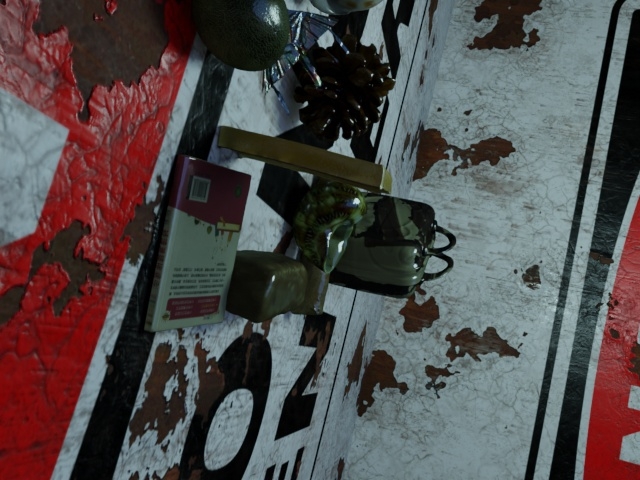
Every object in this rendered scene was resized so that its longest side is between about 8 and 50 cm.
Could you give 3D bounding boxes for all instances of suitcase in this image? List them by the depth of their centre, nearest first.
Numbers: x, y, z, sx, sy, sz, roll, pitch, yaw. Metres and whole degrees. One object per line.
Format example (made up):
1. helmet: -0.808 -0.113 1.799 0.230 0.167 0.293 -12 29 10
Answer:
1. suitcase: 0.182 0.018 1.495 0.351 0.339 0.194 -53 151 -59

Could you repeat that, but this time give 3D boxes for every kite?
1. kite: -0.040 -0.315 0.937 0.183 0.010 0.160 -47 129 -8

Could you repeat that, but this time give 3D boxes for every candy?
1. candy: -0.097 0.074 0.979 0.234 0.104 0.102 -4 111 -74

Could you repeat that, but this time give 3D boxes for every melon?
1. melon: -0.095 -0.273 0.692 0.167 0.114 0.114 52 51 -74

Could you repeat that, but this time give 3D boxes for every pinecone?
1. pinecone: 0.039 -0.278 1.064 0.195 0.179 0.150 -54 -167 -4

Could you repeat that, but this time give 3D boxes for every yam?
1. yam: 0.000 0.000 1.321 0.081 0.081 0.357 5 97 -75

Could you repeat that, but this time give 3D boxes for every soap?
1. soap: -0.019 -0.116 0.829 0.092 0.252 0.037 7 99 -76

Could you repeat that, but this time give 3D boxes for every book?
1. book: -0.165 0.008 0.793 0.162 0.022 0.232 7 95 -64

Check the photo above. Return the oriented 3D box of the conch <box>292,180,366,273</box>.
1. conch: 0.019 -0.045 1.229 0.181 0.124 0.187 -41 147 -27

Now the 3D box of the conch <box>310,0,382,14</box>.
1. conch: 0.051 -0.487 0.994 0.275 0.182 0.149 39 32 -80
